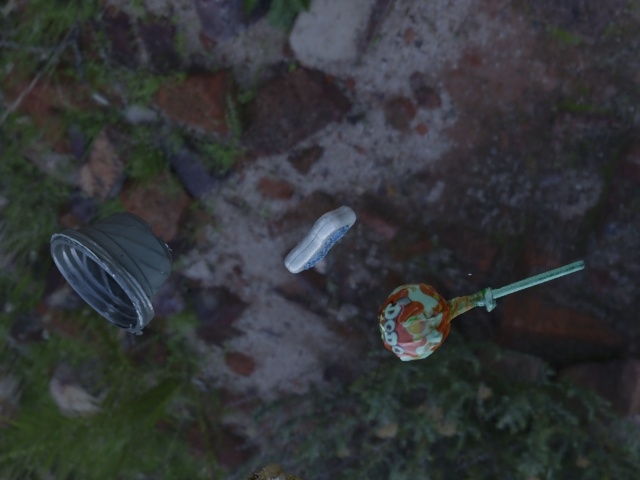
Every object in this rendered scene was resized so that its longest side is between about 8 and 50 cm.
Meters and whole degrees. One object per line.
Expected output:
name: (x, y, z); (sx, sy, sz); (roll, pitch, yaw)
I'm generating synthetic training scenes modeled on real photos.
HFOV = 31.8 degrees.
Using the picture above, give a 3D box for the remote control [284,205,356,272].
remote control: (0.000, 0.000, 1.596); (0.032, 0.074, 0.122); (51, 129, 11)

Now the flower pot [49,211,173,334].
flower pot: (-0.357, 0.039, 2.004); (0.235, 0.140, 0.235); (35, 154, 20)

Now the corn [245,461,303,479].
corn: (-0.040, 0.349, 1.203); (0.097, 0.097, 0.262); (6, 118, 20)

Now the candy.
candy: (0.124, 0.042, 0.836); (0.049, 0.184, 0.055); (27, 129, 59)
